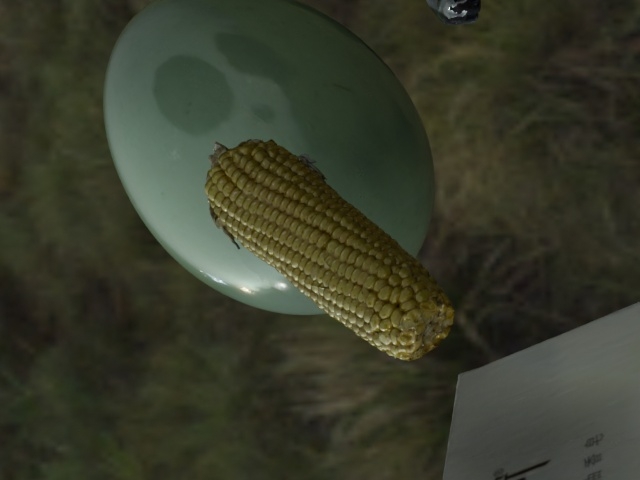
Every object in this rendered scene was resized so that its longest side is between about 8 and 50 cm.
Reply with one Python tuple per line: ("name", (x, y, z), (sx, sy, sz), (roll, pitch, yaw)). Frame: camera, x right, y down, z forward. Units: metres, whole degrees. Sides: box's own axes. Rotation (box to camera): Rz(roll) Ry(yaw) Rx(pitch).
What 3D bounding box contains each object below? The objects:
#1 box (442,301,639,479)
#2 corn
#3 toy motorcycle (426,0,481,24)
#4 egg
("box", (0.131, 0.175, 0.698), (0.111, 0.194, 0.260), (-23, 23, 23))
("corn", (0.000, 0.000, 0.448), (0.083, 0.028, 0.027), (39, 126, 28))
("toy motorcycle", (0.073, -0.283, 1.180), (0.159, 0.106, 0.271), (78, -176, -69))
("egg", (-0.027, -0.047, 0.915), (0.149, 0.192, 0.149), (-47, 10, 10))
